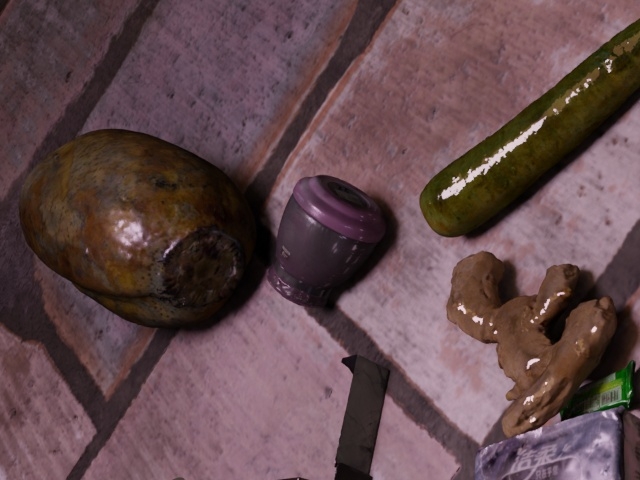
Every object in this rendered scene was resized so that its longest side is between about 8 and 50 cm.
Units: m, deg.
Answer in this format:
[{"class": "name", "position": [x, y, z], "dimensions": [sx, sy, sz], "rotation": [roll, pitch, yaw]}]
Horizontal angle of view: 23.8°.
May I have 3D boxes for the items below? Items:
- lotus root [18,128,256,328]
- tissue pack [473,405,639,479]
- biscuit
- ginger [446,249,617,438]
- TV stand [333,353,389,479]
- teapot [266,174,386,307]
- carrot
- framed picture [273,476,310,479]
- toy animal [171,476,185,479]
[{"class": "lotus root", "position": [-0.229, -0.017, 1.969], "dimensions": [0.346, 0.250, 0.250], "rotation": [26, 87, 53]}, {"class": "tissue pack", "position": [0.204, 0.272, 1.280], "dimensions": [0.173, 0.073, 0.235], "rotation": [-23, 48, 42]}, {"class": "biscuit", "position": [0.250, 0.143, 1.370], "dimensions": [0.089, 0.016, 0.046], "rotation": [-29, 42, 39]}, {"class": "ginger", "position": [0.202, 0.074, 1.457], "dimensions": [0.149, 0.065, 0.258], "rotation": [-38, 31, 11]}, {"class": "TV stand", "position": [0.022, 0.246, 1.575], "dimensions": [0.040, 0.049, 0.256], "rotation": [-19, 51, 49]}, {"class": "teapot", "position": [-0.007, -0.001, 1.754], "dimensions": [0.146, 0.116, 0.148], "rotation": [-60, 35, 19]}, {"class": "carrot", "position": [0.244, -0.123, 1.545], "dimensions": [0.358, 0.074, 0.074], "rotation": [-40, 38, 25]}, {"class": "framed picture", "position": [-0.053, 0.333, 1.584], "dimensions": [0.128, 0.023, 0.168], "rotation": [146, 141, -70]}, {"class": "toy animal", "position": [-0.191, 0.396, 1.714], "dimensions": [0.125, 0.127, 0.251], "rotation": [-31, 27, 55]}]
